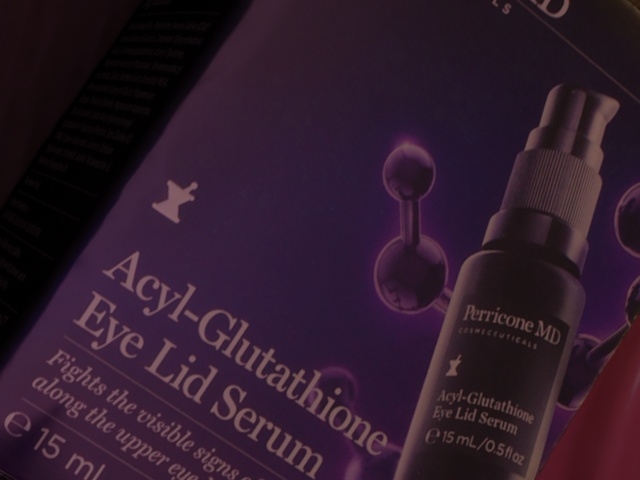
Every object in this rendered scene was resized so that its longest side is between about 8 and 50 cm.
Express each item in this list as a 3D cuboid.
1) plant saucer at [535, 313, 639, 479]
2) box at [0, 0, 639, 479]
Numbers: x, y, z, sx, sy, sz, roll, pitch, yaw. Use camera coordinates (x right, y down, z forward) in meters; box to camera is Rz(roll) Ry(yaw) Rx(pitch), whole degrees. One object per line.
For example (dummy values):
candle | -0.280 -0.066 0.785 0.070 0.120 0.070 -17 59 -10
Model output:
plant saucer | 0.225 0.103 0.612 0.332 0.084 0.332 -3 99 -21
box | 0.000 0.000 0.499 0.153 0.108 0.207 34 85 -21
